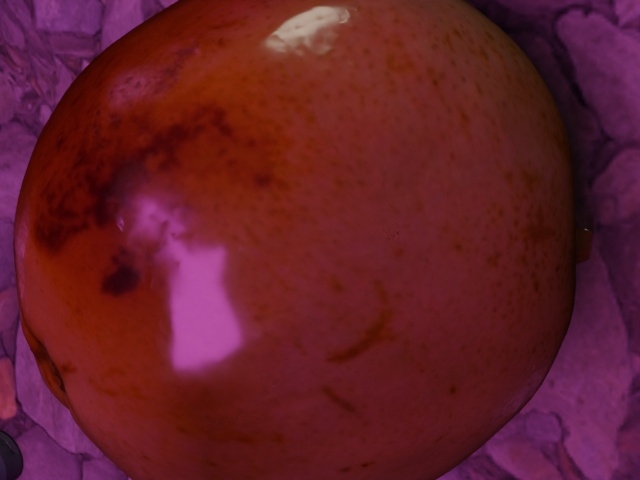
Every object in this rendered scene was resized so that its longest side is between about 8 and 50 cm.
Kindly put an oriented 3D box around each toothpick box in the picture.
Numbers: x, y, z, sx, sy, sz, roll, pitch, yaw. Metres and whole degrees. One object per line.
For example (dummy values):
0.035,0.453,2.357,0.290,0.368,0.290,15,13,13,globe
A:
-0.315,0.209,0.943,0.052,0.083,0.052,10,110,29,toothpick box

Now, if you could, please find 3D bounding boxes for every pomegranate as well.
0.000,0.000,0.569,0.319,0.319,0.319,10,109,29,pomegranate
